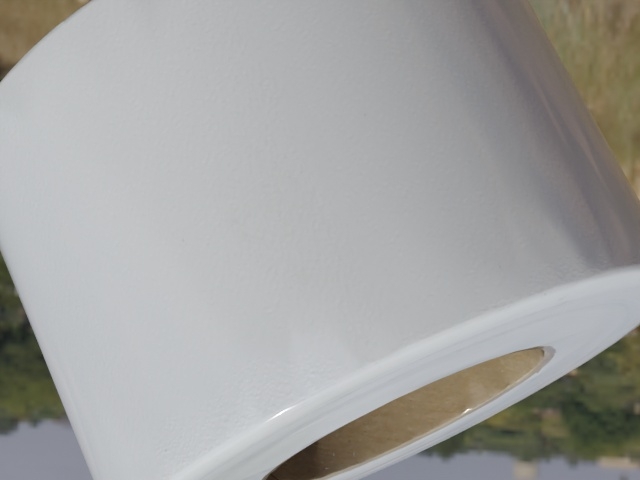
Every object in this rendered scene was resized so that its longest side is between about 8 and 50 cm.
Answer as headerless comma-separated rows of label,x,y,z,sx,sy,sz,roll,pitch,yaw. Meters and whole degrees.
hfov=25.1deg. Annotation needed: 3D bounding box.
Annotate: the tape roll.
tape roll,0.000,0.000,0.592,0.246,0.169,0.246,-24,163,-8
